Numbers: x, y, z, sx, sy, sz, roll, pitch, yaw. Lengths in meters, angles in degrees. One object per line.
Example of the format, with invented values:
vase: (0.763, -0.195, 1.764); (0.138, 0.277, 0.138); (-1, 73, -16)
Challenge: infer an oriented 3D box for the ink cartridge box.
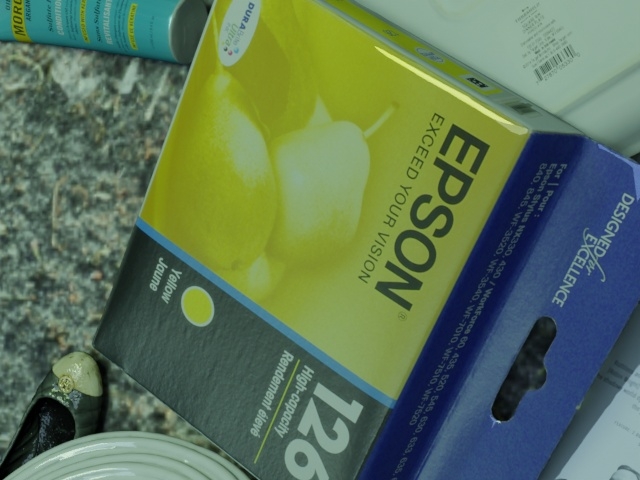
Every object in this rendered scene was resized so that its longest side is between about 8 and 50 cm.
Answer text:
ink cartridge box: (0.022, 0.025, 0.839); (0.307, 0.072, 0.304); (34, 116, 24)

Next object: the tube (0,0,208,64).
tube: (-0.184, -0.176, 1.018); (0.207, 0.052, 0.080); (14, 110, 25)

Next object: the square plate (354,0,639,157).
square plate: (0.104, -0.198, 0.812); (0.347, 0.049, 0.344); (-33, 77, 45)

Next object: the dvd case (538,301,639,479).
dvd case: (0.215, 0.171, 0.838); (0.179, 0.029, 0.239); (30, 97, 22)

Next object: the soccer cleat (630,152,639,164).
soccer cleat: (0.221, -0.069, 0.840); (0.196, 0.068, 0.076); (31, 66, 29)

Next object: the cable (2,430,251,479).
cable: (-0.139, 0.241, 0.859); (0.257, 0.089, 0.257); (30, 61, 36)

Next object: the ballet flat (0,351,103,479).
ballet flat: (-0.212, 0.161, 1.004); (0.057, 0.049, 0.173); (31, 98, 21)
